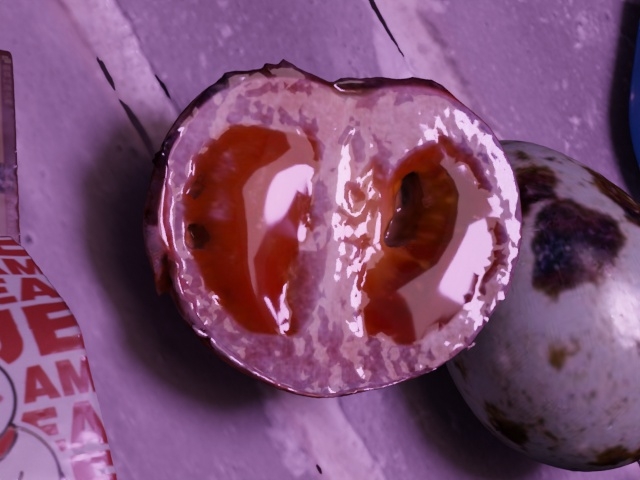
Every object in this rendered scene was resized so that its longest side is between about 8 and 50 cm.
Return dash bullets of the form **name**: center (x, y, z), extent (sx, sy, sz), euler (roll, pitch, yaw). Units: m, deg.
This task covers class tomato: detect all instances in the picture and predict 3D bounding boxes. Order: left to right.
- **tomato**: center (0.000, 0.000, 1.076), extent (0.228, 0.112, 0.199), euler (8, 80, -12)

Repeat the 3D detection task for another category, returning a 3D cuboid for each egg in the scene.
- **egg**: center (0.154, 0.039, 1.147), extent (0.169, 0.169, 0.231), euler (-11, 67, -39)

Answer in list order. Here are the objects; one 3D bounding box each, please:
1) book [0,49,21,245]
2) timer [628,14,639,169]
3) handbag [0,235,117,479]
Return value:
- **book**: center (-0.271, -0.045, 0.948), extent (0.231, 0.026, 0.161), euler (7, 70, -35)
- **timer**: center (0.388, -0.122, 1.415), extent (0.309, 0.115, 0.340), euler (30, 58, -29)
- **handbag**: center (-0.198, 0.132, 0.863), extent (0.171, 0.151, 0.298), euler (-8, 75, -33)
